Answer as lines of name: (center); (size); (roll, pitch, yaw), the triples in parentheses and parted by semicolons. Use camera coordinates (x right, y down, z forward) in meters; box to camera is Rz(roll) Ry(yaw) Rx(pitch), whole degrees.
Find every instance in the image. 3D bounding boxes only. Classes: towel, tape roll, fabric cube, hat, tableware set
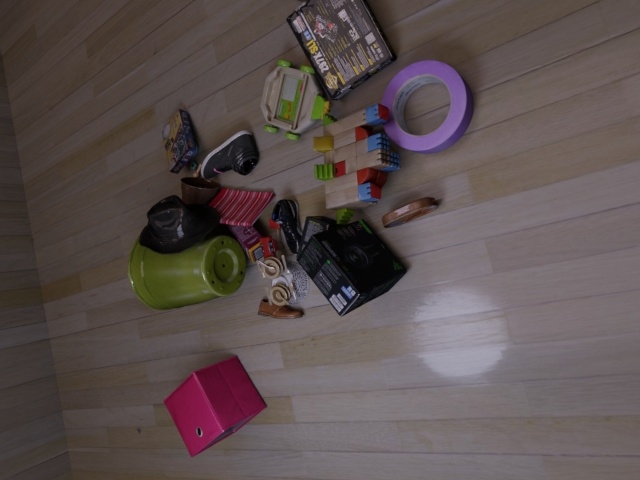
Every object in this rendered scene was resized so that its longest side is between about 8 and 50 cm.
towel: (-0.339, -0.139, 1.811); (0.275, 0.198, 0.031); (8, 138, 31)
tape roll: (0.334, -0.418, 1.420); (0.275, 0.090, 0.274); (1, 93, 31)
fabric cube: (-0.437, 0.678, 1.857); (0.254, 0.259, 0.258); (-44, 70, 27)
hat: (-0.558, -0.093, 1.715); (0.332, 0.331, 0.133); (11, 133, 31)
tableware set: (-0.171, 0.157, 1.685); (0.128, 0.039, 0.194); (-12, 98, 26)

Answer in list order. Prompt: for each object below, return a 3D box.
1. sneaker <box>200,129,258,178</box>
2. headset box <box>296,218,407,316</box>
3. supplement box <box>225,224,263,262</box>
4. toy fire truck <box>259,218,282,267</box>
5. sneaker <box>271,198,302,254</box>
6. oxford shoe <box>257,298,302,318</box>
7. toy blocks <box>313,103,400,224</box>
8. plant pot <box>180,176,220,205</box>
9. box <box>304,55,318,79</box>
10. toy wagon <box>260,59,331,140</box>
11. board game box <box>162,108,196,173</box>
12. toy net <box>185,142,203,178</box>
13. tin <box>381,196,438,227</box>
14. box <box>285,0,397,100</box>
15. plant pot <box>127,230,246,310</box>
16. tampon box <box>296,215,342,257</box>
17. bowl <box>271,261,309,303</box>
sneaker: (-0.377, -0.311, 1.857); (0.296, 0.105, 0.146); (-34, 70, 24)
headset box: (0.111, 0.079, 1.481); (0.246, 0.283, 0.131); (52, 132, 20)
supplement box: (-0.300, -0.016, 1.813); (0.081, 0.104, 0.188); (-36, 68, -18)
toy fire truck: (-0.181, 0.017, 1.751); (0.047, 0.135, 0.191); (-7, 103, 25)
sneaker: (-0.134, -0.049, 1.710); (0.079, 0.121, 0.216); (-11, 87, 33)
oxford shoe: (-0.162, 0.270, 1.776); (0.212, 0.076, 0.075); (4, 87, 32)
toy blocks: (0.137, -0.260, 1.453); (0.261, 0.191, 0.381); (-10, 78, 45)
plant pot: (-0.526, -0.171, 1.935); (0.167, 0.167, 0.165); (24, 112, 29)
box: (0.031, -0.675, 1.634); (0.201, 0.021, 0.164); (7, 97, 32)
toy wagon: (-0.086, -0.513, 1.672); (0.345, 0.068, 0.267); (27, 111, 32)
board game box: (-0.636, -0.444, 2.007); (0.165, 0.042, 0.243); (-38, 58, 33)
toy net: (-0.581, -0.324, 2.020); (0.122, 0.045, 0.232); (-10, 87, 32)
tin: (0.286, -0.090, 1.455); (0.190, 0.106, 0.040); (-24, 80, 30)
box: (0.069, -0.686, 1.521); (0.257, 0.079, 0.321); (-28, 96, 30)
plant pot: (-0.503, 0.106, 1.801); (0.353, 0.367, 0.366); (-2, 91, 33)
tampon box: (0.000, 0.000, 1.630); (0.102, 0.120, 0.160); (22, 103, 29)
bowl: (-0.135, 0.170, 1.748); (0.170, 0.080, 0.170); (1, 92, 31)
